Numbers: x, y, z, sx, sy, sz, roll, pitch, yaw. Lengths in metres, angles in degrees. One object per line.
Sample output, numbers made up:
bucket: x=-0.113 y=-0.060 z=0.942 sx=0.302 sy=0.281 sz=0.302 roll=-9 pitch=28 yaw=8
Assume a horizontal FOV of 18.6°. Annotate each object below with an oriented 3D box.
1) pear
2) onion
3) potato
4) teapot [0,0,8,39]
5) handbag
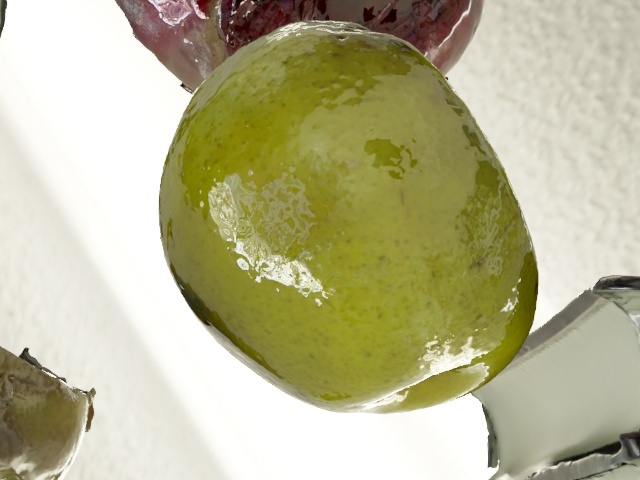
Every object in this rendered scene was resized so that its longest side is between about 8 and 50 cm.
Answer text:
pear: x=0.000 y=0.000 z=0.659 sx=0.104 sy=0.141 sz=0.141 roll=-27 pitch=-118 yaw=-16
onion: x=-0.021 y=-0.233 z=1.484 sx=0.314 sy=0.232 sz=0.314 roll=4 pitch=-130 yaw=-5
potato: x=-0.181 y=0.067 z=0.818 sx=0.172 sy=0.089 sz=0.100 roll=33 pitch=-99 yaw=-15
teapot: x=-0.245 y=-0.194 z=0.652 sx=0.223 sy=0.285 sz=0.305 roll=-24 pitch=-134 yaw=-27
handbag: x=0.209 y=0.110 z=0.918 sx=0.236 sy=0.358 sz=0.160 roll=-5 pitch=-100 yaw=-7
